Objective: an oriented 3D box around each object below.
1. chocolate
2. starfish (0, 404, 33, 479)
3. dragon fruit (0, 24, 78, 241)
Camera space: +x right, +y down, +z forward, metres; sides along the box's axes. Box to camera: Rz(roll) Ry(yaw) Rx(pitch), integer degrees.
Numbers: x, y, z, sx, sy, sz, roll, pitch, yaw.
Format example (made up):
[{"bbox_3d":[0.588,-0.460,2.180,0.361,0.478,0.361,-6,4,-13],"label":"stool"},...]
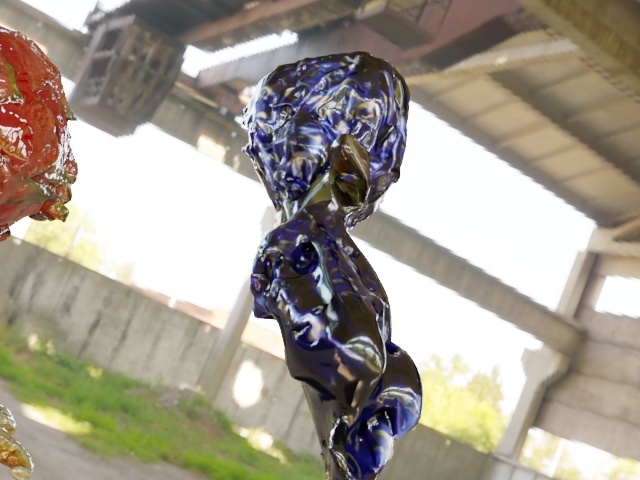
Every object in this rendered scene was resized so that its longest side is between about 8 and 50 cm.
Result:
[{"bbox_3d":[0.003,0.003,0.638,0.126,0.343,0.148,9,-48,-7],"label":"chocolate"},{"bbox_3d":[-0.411,0.110,0.996,0.375,0.094,0.327,44,-26,14],"label":"starfish"},{"bbox_3d":[-0.371,-0.117,1.015,0.244,0.244,0.299,16,-11,36],"label":"dragon fruit"}]
